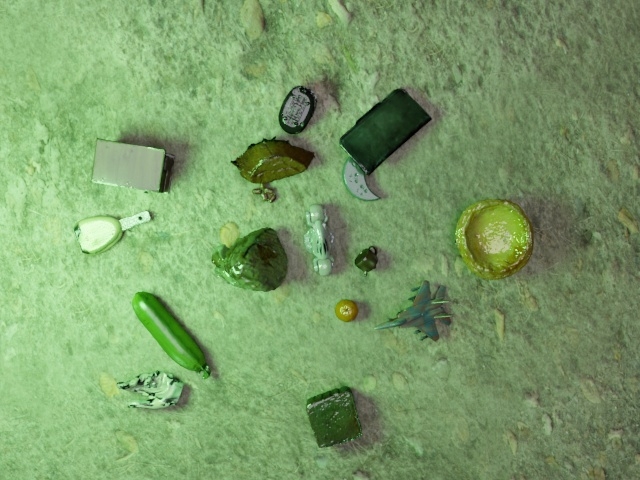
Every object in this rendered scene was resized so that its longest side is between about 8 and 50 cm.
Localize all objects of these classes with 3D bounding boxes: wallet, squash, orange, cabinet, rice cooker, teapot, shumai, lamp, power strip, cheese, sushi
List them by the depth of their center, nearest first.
[{"bbox_3d":[-0.606,-0.234,1.827,0.215,0.175,0.148,8,93,-6],"label":"cabinet"},{"bbox_3d":[-0.245,0.085,1.880,0.218,0.256,0.189,-14,111,30],"label":"shumai"},{"bbox_3d":[-0.160,-0.284,1.886,0.287,0.140,0.149,-18,129,-5],"label":"sushi"},{"bbox_3d":[-0.698,-0.041,1.893,0.251,0.054,0.127,-20,95,-4],"label":"cheese"},{"bbox_3d":[-0.079,-0.441,1.896,0.112,0.106,0.165,24,102,-2],"label":"rice cooker"},{"bbox_3d":[-0.509,0.327,1.910,0.101,0.101,0.379,-41,97,-1],"label":"squash"},{"bbox_3d":[0.218,-0.380,1.926,0.318,0.045,0.172,-43,89,-12],"label":"wallet"},{"bbox_3d":[-0.190,-0.167,1.941,0.083,0.031,0.063,39,91,-9],"label":"lamp"},{"bbox_3d":[0.144,-0.243,1.956,0.137,0.044,0.216,-5,94,-4],"label":"power strip"},{"bbox_3d":[0.171,0.070,1.968,0.068,0.076,0.121,39,60,-16],"label":"teapot"},{"bbox_3d":[0.092,0.248,1.970,0.083,0.070,0.083,0,90,-3],"label":"orange"}]

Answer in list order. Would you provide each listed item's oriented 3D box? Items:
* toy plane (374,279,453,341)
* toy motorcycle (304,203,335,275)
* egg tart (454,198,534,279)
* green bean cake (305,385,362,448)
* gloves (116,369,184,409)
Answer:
[{"bbox_3d":[0.321,0.264,1.961,0.326,0.104,0.223,-12,94,-20],"label":"toy plane"},{"bbox_3d":[0.000,0.000,1.927,0.112,0.112,0.255,-9,96,-4],"label":"toy motorcycle"},{"bbox_3d":[0.607,-0.008,1.975,0.293,0.123,0.294,0,95,-1],"label":"egg tart"},{"bbox_3d":[0.047,0.619,1.977,0.173,0.094,0.182,-18,96,-3],"label":"green bean cake"},{"bbox_3d":[-0.585,0.505,1.913,0.212,0.111,0.128,19,116,-9],"label":"gloves"}]
